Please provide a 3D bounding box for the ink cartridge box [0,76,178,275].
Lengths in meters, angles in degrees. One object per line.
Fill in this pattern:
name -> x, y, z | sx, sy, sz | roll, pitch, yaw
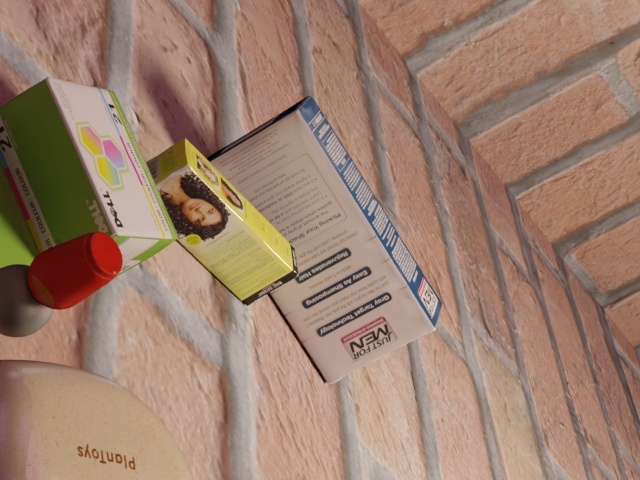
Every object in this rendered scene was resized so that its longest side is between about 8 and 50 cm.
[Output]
ink cartridge box -> -0.274, -0.064, 1.409 | 0.188, 0.097, 0.255 | 65, 19, 11

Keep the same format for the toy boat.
toy boat -> -0.229, 0.147, 1.196 | 0.267, 0.148, 0.318 | 31, 42, -46

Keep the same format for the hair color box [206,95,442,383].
hair color box -> 0.000, 0.000, 1.886 | 0.347, 0.174, 0.105 | 58, 18, -9

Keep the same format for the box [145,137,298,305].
box -> -0.128, -0.019, 1.731 | 0.232, 0.087, 0.058 | 45, 23, -36
